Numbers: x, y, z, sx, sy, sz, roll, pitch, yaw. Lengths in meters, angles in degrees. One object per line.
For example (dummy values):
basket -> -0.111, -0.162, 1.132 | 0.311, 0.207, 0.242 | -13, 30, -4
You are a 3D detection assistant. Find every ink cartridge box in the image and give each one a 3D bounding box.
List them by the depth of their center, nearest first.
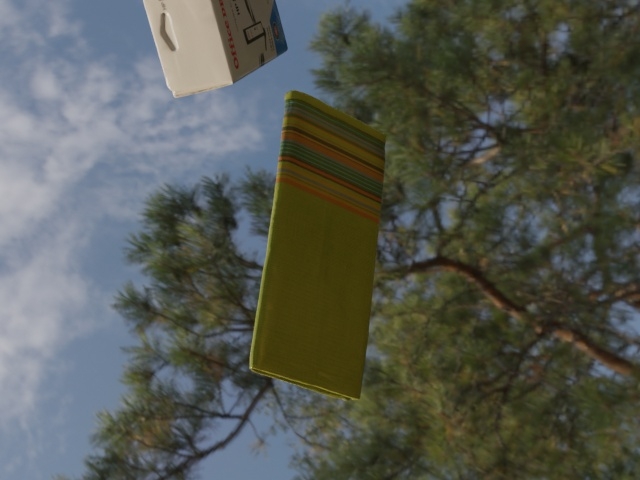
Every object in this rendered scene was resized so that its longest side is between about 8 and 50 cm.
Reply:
ink cartridge box -> -0.125, -0.274, 1.059 | 0.203, 0.086, 0.148 | -56, -45, -62

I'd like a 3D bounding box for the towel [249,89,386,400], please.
towel -> 0.000, 0.000, 0.680 | 0.102, 0.021, 0.237 | 22, -119, -30
